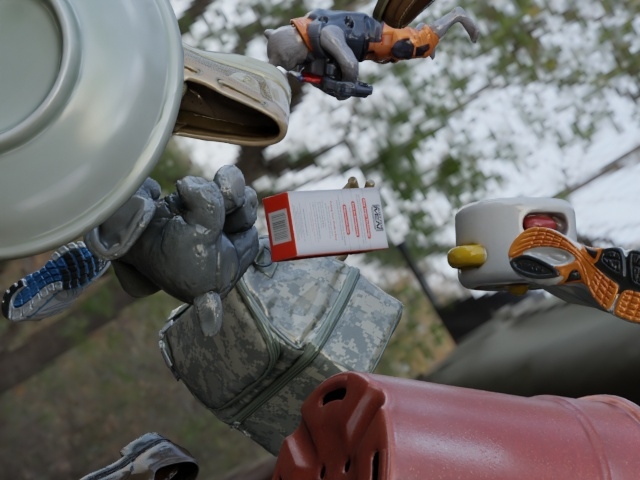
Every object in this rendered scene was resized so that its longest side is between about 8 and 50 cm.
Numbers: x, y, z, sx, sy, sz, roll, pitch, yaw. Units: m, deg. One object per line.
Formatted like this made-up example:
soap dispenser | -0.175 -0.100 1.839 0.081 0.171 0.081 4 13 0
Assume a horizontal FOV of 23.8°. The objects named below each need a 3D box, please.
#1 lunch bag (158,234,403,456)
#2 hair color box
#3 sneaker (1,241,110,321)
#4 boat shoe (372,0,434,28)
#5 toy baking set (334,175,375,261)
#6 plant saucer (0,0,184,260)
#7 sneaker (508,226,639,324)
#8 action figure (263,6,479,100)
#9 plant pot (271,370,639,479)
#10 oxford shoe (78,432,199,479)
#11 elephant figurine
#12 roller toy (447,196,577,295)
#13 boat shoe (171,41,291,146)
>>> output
lunch bag | -0.073 0.140 2.207 0.256 0.212 0.305 38 -39 -8
hair color box | 0.006 -0.018 1.636 0.043 0.141 0.072 -14 -97 45
sneaker | -0.380 0.065 2.265 0.083 0.190 0.071 27 38 -58
boat shoe | 0.197 -0.377 1.943 0.104 0.307 0.111 41 1 5
toy baking set | 0.005 -0.003 2.626 0.030 0.196 0.256 43 -41 30
plant saucer | -0.348 -0.181 1.617 0.400 0.400 0.100 57 -1 17
sneaker | 0.402 0.059 2.165 0.262 0.099 0.121 24 -8 29
action figure | 0.055 -0.342 2.581 0.341 0.330 0.178 -151 -126 -66
plant pot | 0.114 0.235 1.275 0.272 0.265 0.272 -42 -140 48
oxford shoe | -0.230 0.309 1.754 0.096 0.227 0.083 17 -44 40
elephant figurine | -0.202 -0.012 1.773 0.186 0.239 0.169 -51 140 -56
roller toy | 0.310 0.014 2.409 0.209 0.191 0.146 18 69 -69
boat shoe | -0.204 -0.195 1.953 0.110 0.341 0.122 -91 -169 -53
